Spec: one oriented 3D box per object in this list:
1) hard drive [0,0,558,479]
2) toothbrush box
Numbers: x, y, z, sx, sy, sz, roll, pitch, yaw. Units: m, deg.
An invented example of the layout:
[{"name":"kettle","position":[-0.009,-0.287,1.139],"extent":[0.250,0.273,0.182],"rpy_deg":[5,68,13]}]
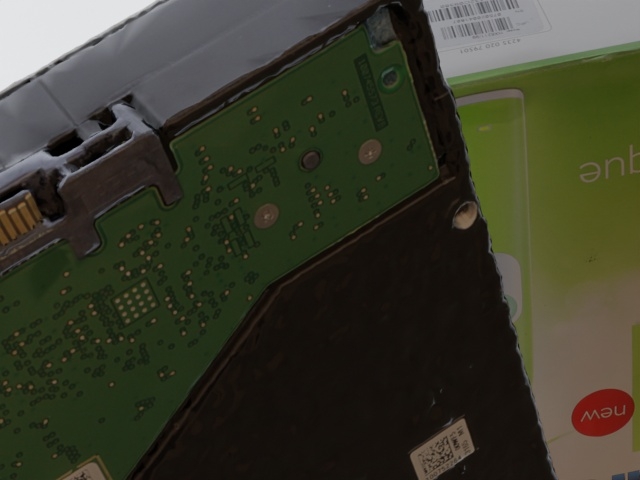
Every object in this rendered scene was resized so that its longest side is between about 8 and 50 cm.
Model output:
[{"name":"hard drive","position":[-0.039,0.084,0.608],"extent":[0.237,0.064,0.339],"rpy_deg":[-33,-45,-12]},{"name":"toothbrush box","position":[0.118,0.002,0.816],"extent":[0.206,0.122,0.283],"rpy_deg":[-10,-50,-4]}]
